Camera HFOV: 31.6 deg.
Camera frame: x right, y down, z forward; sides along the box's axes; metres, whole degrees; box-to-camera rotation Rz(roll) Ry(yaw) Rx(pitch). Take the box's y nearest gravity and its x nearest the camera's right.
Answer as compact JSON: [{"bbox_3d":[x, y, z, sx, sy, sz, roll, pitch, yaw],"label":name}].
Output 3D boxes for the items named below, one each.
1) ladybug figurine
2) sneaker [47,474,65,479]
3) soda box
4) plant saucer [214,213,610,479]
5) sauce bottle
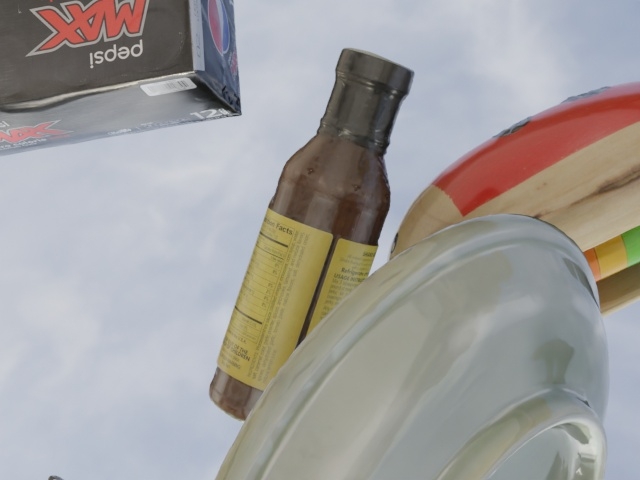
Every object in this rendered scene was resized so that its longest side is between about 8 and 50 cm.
[{"bbox_3d":[0.258,-0.031,1.133,0.449,0.305,0.162,-23,-118,-4],"label":"ladybug figurine"},{"bbox_3d":[-0.362,0.368,1.613,0.035,0.083,0.031,-47,-153,-15],"label":"sneaker"},{"bbox_3d":[-0.117,-0.066,0.418,0.168,0.053,0.060,-8,-102,12],"label":"soda box"},{"bbox_3d":[0.091,0.182,0.762,0.100,0.400,0.400,32,-92,37],"label":"plant saucer"},{"bbox_3d":[0.000,0.000,1.027,0.111,0.111,0.344,27,-82,50],"label":"sauce bottle"}]
